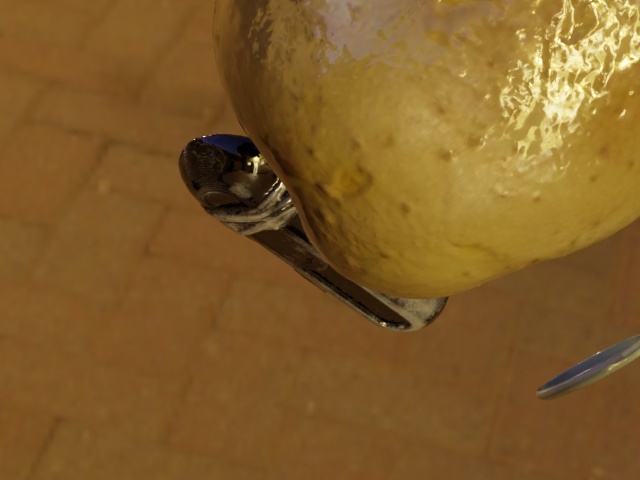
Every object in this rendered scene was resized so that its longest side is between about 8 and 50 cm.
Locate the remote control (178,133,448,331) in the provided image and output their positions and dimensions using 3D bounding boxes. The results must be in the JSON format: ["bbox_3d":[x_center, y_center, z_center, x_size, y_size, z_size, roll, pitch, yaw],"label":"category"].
[{"bbox_3d":[0.000,0.000,1.341,0.266,0.090,0.066,30,49,-46],"label":"remote control"}]

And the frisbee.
[{"bbox_3d":[0.238,0.112,1.690,0.110,0.110,0.014,-27,87,-46],"label":"frisbee"}]

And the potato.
[{"bbox_3d":[0.059,-0.095,0.983,0.242,0.285,0.242,-33,21,14],"label":"potato"}]
